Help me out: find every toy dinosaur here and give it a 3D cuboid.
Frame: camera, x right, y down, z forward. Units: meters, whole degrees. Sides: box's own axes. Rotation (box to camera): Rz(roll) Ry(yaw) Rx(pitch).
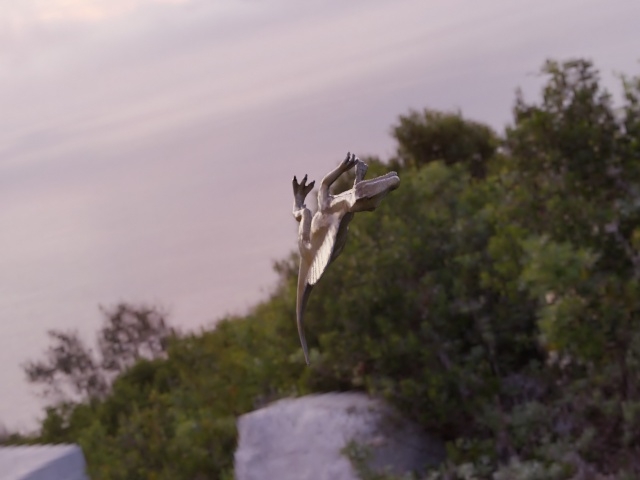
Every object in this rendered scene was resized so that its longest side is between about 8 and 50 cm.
[{"bbox_3d":[0.000,0.000,0.823,0.053,0.183,0.092,16,44,-11],"label":"toy dinosaur"}]
